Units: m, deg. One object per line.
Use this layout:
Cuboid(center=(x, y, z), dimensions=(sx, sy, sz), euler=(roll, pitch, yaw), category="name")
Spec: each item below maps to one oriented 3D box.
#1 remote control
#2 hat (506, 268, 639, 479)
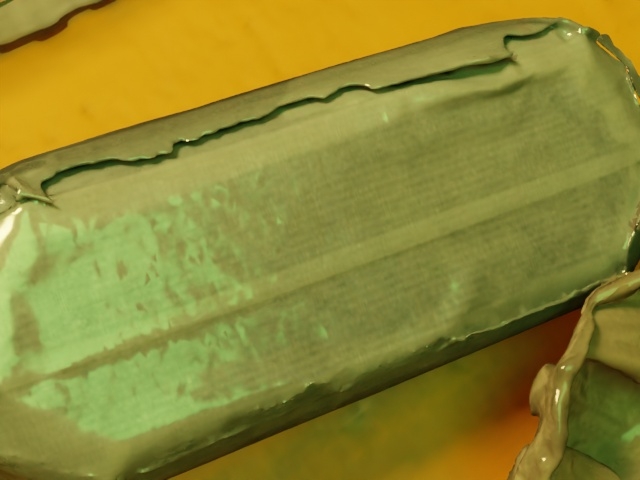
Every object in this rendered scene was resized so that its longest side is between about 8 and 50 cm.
Cuboid(center=(0.000, 0.000, 0.361), dimensions=(0.247, 0.052, 0.104), euler=(-21, 92, -20), category="remote control")
Cuboid(center=(0.175, 0.107, 0.393), dimensions=(0.244, 0.149, 0.214), euler=(38, 79, -48), category="hat")
